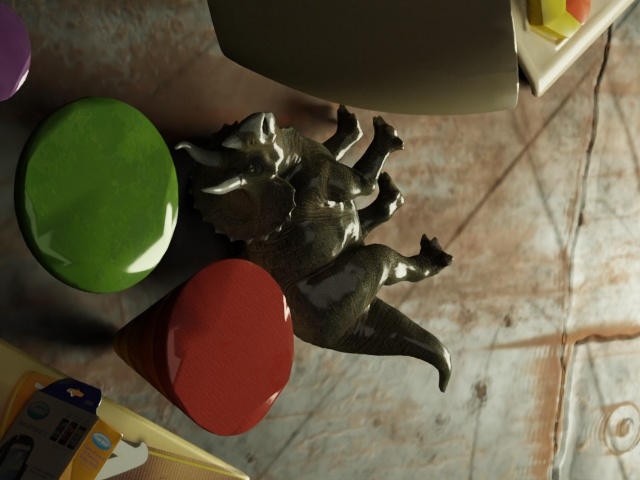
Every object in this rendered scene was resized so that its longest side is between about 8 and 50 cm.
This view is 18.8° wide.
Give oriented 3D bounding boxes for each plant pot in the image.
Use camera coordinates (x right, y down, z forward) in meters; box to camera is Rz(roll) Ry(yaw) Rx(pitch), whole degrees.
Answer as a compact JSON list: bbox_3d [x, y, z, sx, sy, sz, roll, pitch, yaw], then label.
[{"bbox_3d":[0.011,-0.210,1.321,0.190,0.284,0.284,-12,112,0],"label":"plant pot"}]

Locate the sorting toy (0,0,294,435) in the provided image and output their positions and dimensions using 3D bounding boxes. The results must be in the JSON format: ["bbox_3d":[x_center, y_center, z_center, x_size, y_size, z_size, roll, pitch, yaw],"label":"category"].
[{"bbox_3d":[-0.166,-0.011,1.299,0.365,0.126,0.127,52,55,-30],"label":"sorting toy"}]

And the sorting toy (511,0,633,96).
[{"bbox_3d":[0.202,-0.251,1.586,0.193,0.038,0.208,-45,125,-22],"label":"sorting toy"}]

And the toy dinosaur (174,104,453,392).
[{"bbox_3d":[0.000,0.000,1.453,0.160,0.121,0.314,-35,126,-14],"label":"toy dinosaur"}]

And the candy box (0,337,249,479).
[{"bbox_3d":[-0.214,0.174,1.316,0.316,0.087,0.183,34,78,-38],"label":"candy box"}]

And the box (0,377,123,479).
[{"bbox_3d":[-0.181,0.152,1.226,0.028,0.081,0.136,46,71,-35],"label":"box"}]
